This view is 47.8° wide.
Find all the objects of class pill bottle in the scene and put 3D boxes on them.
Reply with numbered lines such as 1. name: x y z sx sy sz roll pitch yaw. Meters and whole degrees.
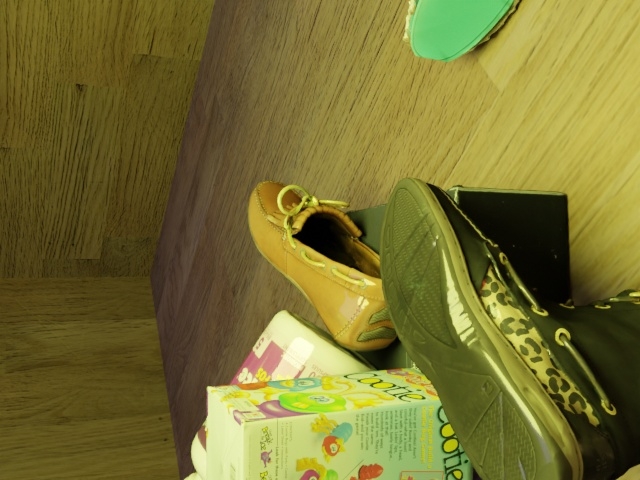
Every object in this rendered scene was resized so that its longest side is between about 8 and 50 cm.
1. pill bottle: -0.067 0.260 0.972 0.301 0.169 0.169 -57 26 -2

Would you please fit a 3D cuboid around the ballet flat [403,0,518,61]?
1. ballet flat: 0.248 -0.430 0.986 0.409 0.147 0.147 -59 38 44

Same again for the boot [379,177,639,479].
1. boot: 0.241 0.082 0.757 0.377 0.284 0.138 -115 33 -42

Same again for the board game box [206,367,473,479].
1. board game box: 0.021 0.239 0.824 0.142 0.275 0.144 -170 80 -66

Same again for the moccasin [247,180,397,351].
1. moccasin: -0.003 0.000 1.052 0.380 0.139 0.147 -126 44 -54

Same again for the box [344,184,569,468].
1. box: 0.180 0.112 1.027 0.312 0.179 0.343 174 97 -65
